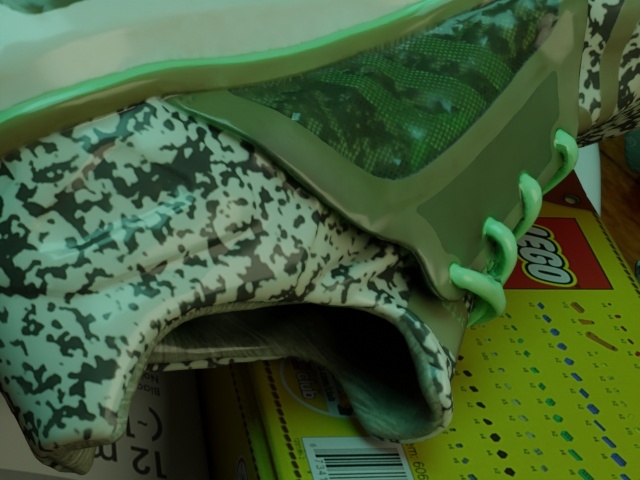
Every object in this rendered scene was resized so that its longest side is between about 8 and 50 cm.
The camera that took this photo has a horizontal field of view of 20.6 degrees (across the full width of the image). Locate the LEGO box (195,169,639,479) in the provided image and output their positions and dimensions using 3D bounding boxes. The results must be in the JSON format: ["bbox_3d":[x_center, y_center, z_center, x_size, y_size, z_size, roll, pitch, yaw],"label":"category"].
[{"bbox_3d":[0.048,0.245,0.723,0.193,0.372,0.500,0,37,-15],"label":"LEGO box"}]

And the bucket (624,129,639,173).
[{"bbox_3d":[0.377,-0.145,1.452,0.183,0.281,0.281,18,35,20],"label":"bucket"}]

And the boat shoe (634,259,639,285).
[{"bbox_3d":[0.226,0.087,1.247,0.095,0.095,0.257,9,27,22],"label":"boat shoe"}]

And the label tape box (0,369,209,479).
[{"bbox_3d":[-0.151,0.167,0.726,0.115,0.249,0.347,18,45,-31],"label":"label tape box"}]

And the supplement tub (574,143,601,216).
[{"bbox_3d":[0.000,0.000,1.166,0.331,0.241,0.241,9,35,-3],"label":"supplement tub"}]

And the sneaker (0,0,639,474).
[{"bbox_3d":[0.022,-0.009,0.675,0.410,0.158,0.182,-13,72,-33],"label":"sneaker"}]
